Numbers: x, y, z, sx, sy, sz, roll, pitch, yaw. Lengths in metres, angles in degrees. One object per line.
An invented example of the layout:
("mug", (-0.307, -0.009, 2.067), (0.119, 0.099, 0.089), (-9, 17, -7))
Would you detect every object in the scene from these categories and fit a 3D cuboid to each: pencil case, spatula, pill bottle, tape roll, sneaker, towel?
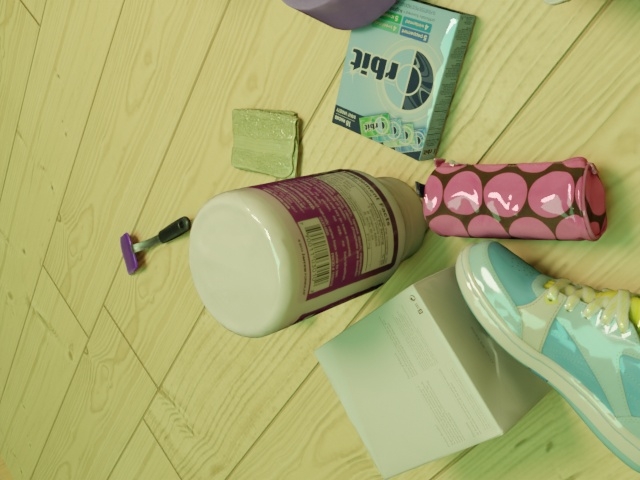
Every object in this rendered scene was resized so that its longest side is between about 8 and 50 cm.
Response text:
("pencil case", (0.220, -0.050, 0.763), (0.209, 0.095, 0.098), (4, 88, 39))
("spatula", (-0.337, 0.001, 1.320), (0.296, 0.030, 0.084), (-21, 85, 44))
("pill bottle", (0.000, 0.000, 0.826), (0.169, 0.301, 0.169), (12, 109, 39))
("tape roll", (0.028, -0.366, 0.819), (0.189, 0.080, 0.189), (-9, 77, 44))
("sneaker", (0.310, 0.071, 0.692), (0.319, 0.127, 0.208), (44, 129, 13))
("towel", (-0.090, -0.157, 1.055), (0.148, 0.027, 0.110), (16, 111, 39))

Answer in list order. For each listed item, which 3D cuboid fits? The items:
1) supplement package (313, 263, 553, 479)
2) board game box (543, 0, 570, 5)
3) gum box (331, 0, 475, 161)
("supplement package", (0.141, 0.164, 0.848), (0.203, 0.149, 0.194), (-40, 74, 41))
("board game box", (0.218, -0.489, 0.604), (0.390, 0.050, 0.390), (57, 137, 30))
("gum box", (0.101, -0.217, 0.855), (0.157, 0.041, 0.184), (30, 119, 34))
